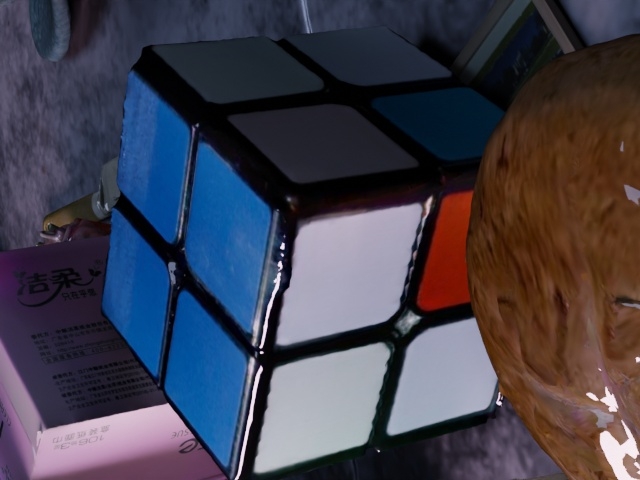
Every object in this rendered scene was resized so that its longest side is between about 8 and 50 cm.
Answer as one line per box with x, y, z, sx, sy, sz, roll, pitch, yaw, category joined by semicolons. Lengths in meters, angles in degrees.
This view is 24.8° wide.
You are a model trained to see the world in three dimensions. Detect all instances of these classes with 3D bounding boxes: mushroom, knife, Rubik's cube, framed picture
0.166;0.041;0.590;0.278;0.146;0.278;40;149;30;mushroom
-0.175;-0.043;1.219;0.298;0.017;0.047;-16;79;58;knife
0.001;0.000;0.789;0.167;0.180;0.183;45;132;43;Rubik's cube
0.102;-0.060;0.792;0.109;0.011;0.149;64;144;24;framed picture

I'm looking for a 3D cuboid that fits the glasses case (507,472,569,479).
0.126;0.278;0.723;0.131;0.070;0.312;-121;22;-68;glasses case

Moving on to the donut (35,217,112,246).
-0.158;0.095;1.168;0.199;0.085;0.232;3;101;57;donut

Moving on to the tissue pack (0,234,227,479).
-0.091;0.069;0.908;0.148;0.246;0.092;55;140;35;tissue pack

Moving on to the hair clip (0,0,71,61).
-0.253;-0.307;1.070;0.392;0.238;0.318;-5;92;58;hair clip
